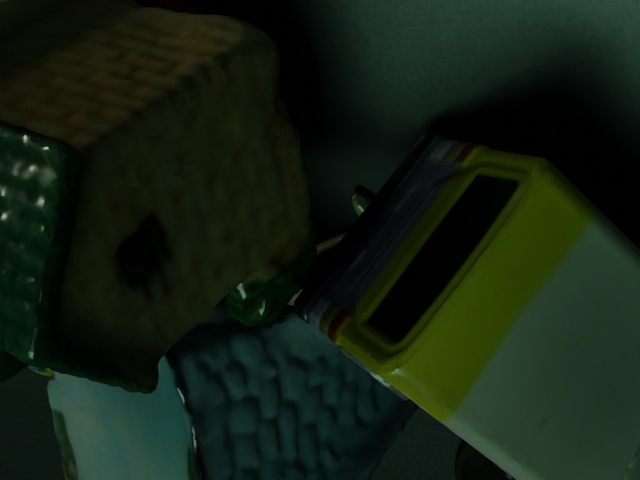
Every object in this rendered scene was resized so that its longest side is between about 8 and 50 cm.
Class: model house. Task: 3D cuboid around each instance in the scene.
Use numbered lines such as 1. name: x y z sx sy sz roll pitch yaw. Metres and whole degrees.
1. model house: -0.249 -0.019 0.772 0.382 0.342 0.334 15 133 35
2. model house: -0.073 0.197 1.049 0.360 0.339 0.297 -7 99 54

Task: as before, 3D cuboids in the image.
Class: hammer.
1. hammer: 0.000 0.000 1.013 0.060 0.028 0.195 45 141 -17

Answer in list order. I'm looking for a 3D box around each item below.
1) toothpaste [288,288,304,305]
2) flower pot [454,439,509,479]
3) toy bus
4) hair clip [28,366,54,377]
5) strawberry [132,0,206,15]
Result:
1. toothpaste: 0.043 0.089 1.087 0.193 0.045 0.071 8 150 13
2. flower pot: 0.310 0.405 1.155 0.379 0.251 0.379 17 144 13
3. toy bus: 0.224 0.125 0.808 0.440 0.209 0.249 40 175 -21
4. hair clip: -0.419 0.168 1.449 0.060 0.033 0.188 25 144 -2
5. strawberry: -0.141 -0.181 0.850 0.104 0.048 0.152 -6 131 40
